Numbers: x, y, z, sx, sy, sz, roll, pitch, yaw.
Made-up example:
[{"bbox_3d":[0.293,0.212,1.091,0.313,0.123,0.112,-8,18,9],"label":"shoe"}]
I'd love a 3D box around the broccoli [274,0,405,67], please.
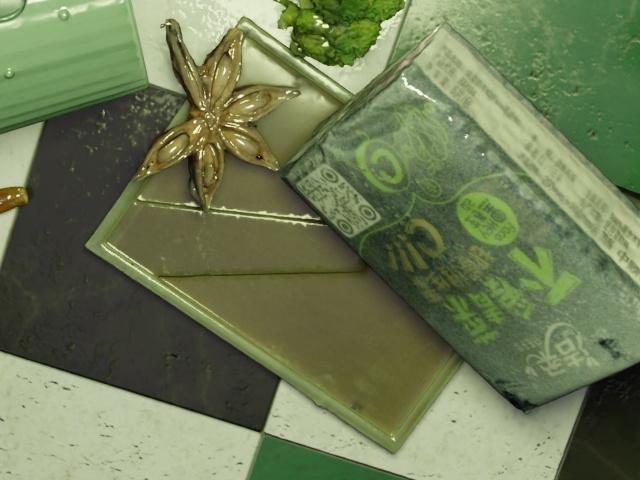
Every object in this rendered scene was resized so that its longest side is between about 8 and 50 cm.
[{"bbox_3d":[-0.004,-0.322,1.635,0.302,0.186,0.254,-31,100,44],"label":"broccoli"}]

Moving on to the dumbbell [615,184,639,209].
[{"bbox_3d":[0.412,-0.097,1.656,0.185,0.185,0.388,23,98,-5],"label":"dumbbell"}]

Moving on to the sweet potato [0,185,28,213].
[{"bbox_3d":[-0.465,-0.024,1.704,0.265,0.057,0.057,-13,99,2],"label":"sweet potato"}]

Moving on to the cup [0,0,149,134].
[{"bbox_3d":[-0.402,-0.274,1.525,0.392,0.310,0.401,-13,132,-5],"label":"cup"}]

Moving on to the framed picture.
[{"bbox_3d":[0.000,0.000,1.738,0.446,0.028,0.326,35,97,-7],"label":"framed picture"}]

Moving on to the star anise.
[{"bbox_3d":[-0.115,-0.134,1.664,0.172,0.063,0.208,10,96,-20],"label":"star anise"}]

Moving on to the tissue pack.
[{"bbox_3d":[0.173,-0.010,1.584,0.394,0.288,0.124,44,57,-7],"label":"tissue pack"}]
